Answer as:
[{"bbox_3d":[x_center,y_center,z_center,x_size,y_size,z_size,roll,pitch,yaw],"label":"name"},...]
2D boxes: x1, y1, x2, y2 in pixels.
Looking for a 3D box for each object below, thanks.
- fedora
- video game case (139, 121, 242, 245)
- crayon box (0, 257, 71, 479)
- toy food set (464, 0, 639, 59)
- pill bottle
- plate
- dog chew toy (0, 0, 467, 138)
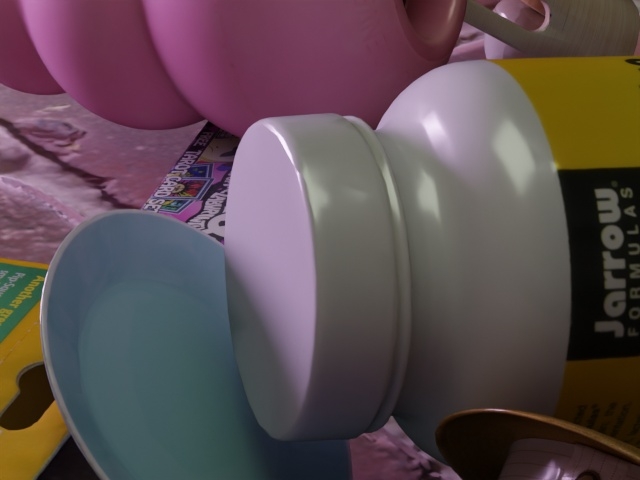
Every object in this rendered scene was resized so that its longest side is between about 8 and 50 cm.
[{"bbox_3d":[0.117,0.140,0.757,0.194,0.194,0.079,19,70,34],"label":"fedora"},{"bbox_3d":[0.000,0.000,1.103,0.210,0.042,0.232,6,28,14],"label":"video game case"},{"bbox_3d":[-0.246,0.079,0.923,0.323,0.083,0.203,7,29,17],"label":"crayon box"},{"bbox_3d":[0.078,-0.213,1.401,0.219,0.092,0.306,24,15,-27],"label":"toy food set"},{"bbox_3d":[0.134,0.009,0.890,0.334,0.188,0.188,-4,27,-18],"label":"pill bottle"},{"bbox_3d":[-0.058,0.072,0.878,0.024,0.188,0.188,-35,10,32],"label":"plate"},{"bbox_3d":[-0.083,-0.157,1.169,0.331,0.207,0.206,1,26,28],"label":"dog chew toy"}]
